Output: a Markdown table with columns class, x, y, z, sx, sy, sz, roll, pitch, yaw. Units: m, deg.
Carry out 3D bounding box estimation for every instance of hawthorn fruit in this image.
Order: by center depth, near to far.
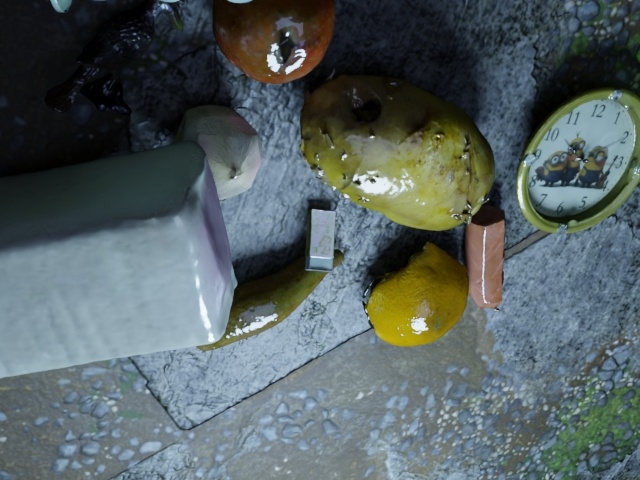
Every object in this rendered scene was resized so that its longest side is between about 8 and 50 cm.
| class | x | y | z | sx | sy | sz | roll | pitch | yaw |
| --- | --- | --- | --- | --- | --- | --- | --- | --- | --- |
| hawthorn fruit | -0.042 | -0.231 | 0.950 | 0.149 | 0.189 | 0.149 | -21 | 154 | -11 |

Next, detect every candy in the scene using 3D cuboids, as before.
| class | x | y | z | sx | sy | sz | roll | pitch | yaw |
| --- | --- | --- | --- | --- | --- | --- | --- | --- | --- |
| candy | -0.280 | 0.030 | 0.971 | 0.359 | 0.145 | 0.208 | -9 | 124 | 7 |

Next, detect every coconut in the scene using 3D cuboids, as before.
| class | x | y | z | sx | sy | sz | roll | pitch | yaw |
| --- | --- | --- | --- | --- | --- | --- | --- | --- | --- |
| coconut | -0.123 | -0.100 | 1.020 | 0.110 | 0.124 | 0.110 | -11 | 121 | -18 |

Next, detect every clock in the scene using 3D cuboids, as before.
| class | x | y | z | sx | sy | sz | roll | pitch | yaw |
| --- | --- | --- | --- | --- | --- | --- | --- | --- | --- |
| clock | 0.377 | -0.121 | 1.250 | 0.237 | 0.057 | 0.237 | -11 | 123 | -18 |

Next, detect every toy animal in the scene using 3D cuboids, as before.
| class | x | y | z | sx | sy | sz | roll | pitch | yaw |
| --- | --- | --- | --- | --- | --- | --- | --- | --- | --- |
| toy animal | -0.218 | -0.216 | 0.949 | 0.202 | 0.070 | 0.105 | -49 | 168 | 2 |

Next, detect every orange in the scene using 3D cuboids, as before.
| class | x | y | z | sx | sy | sz | roll | pitch | yaw |
| --- | --- | --- | --- | --- | --- | --- | --- | --- | --- |
| orange | 0.148 | 0.090 | 1.259 | 0.160 | 0.112 | 0.170 | 1 | 130 | -23 |

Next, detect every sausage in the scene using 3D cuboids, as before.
| class | x | y | z | sx | sy | sz | roll | pitch | yaw |
| --- | --- | --- | --- | --- | --- | --- | --- | --- | --- |
| sausage | 0.249 | 0.033 | 1.288 | 0.065 | 0.065 | 0.169 | -14 | 123 | -13 |

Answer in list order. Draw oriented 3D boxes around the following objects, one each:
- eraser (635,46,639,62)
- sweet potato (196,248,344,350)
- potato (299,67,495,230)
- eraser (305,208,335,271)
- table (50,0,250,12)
| class | x | y | z | sx | sy | sz | roll | pitch | yaw |
| --- | --- | --- | --- | --- | --- | --- | --- | --- | --- |
| eraser | 0.593 | -0.206 | 1.150 | 0.210 | 0.274 | 0.092 | 9 | 117 | -25 |
| sweet potato | -0.072 | 0.080 | 1.181 | 0.244 | 0.077 | 0.077 | -28 | 126 | -2 |
| potato | 0.105 | -0.113 | 1.094 | 0.300 | 0.140 | 0.173 | 24 | 115 | -32 |
| eraser | 0.000 | 0.000 | 1.169 | 0.038 | 0.019 | 0.083 | 6 | 86 | -24 |
| table | -0.157 | -0.303 | 0.827 | 0.198 | 0.166 | 0.166 | 2 | 121 | 3 |
